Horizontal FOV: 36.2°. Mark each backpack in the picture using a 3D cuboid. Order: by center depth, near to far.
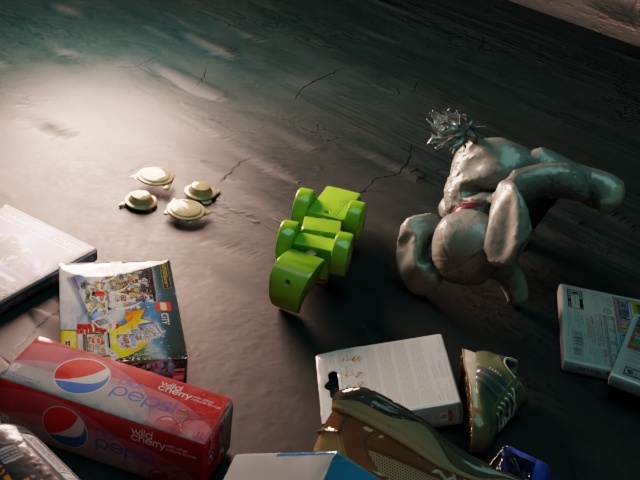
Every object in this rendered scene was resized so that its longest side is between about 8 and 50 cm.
[{"bbox_3d":[0.211,0.302,1.076,0.101,0.098,0.120,22,32,15],"label":"backpack"}]

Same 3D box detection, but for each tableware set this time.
[{"bbox_3d":[-0.256,-0.077,1.669,0.168,0.020,0.141,16,33,10],"label":"tableware set"}]

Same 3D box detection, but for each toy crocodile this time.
[{"bbox_3d":[0.000,0.000,1.540,0.115,0.105,0.340,12,26,6],"label":"toy crocodile"}]

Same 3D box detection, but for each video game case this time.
[{"bbox_3d":[0.521,0.186,1.374,0.201,0.023,0.183,20,32,19],"label":"video game case"},{"bbox_3d":[-0.489,0.037,1.414,0.196,0.026,0.274,24,33,24],"label":"video game case"},{"bbox_3d":[0.456,0.146,1.471,0.193,0.023,0.212,11,30,5],"label":"video game case"}]

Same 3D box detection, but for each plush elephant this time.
[{"bbox_3d":[0.268,-0.021,1.513,0.330,0.256,0.271,30,-25,-29],"label":"plush elephant"}]

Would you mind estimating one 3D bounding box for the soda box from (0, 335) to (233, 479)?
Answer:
[{"bbox_3d":[-0.239,0.202,1.144,0.263,0.084,0.092,15,31,12],"label":"soda box"}]

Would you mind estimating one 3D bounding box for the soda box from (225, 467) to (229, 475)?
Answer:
[{"bbox_3d":[-0.050,0.312,1.029,0.053,0.060,0.169,-5,33,-26],"label":"soda box"}]

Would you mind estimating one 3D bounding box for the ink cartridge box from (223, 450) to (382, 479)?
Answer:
[{"bbox_3d":[0.023,0.300,0.789,0.232,0.171,0.168,36,61,-20],"label":"ink cartridge box"}]

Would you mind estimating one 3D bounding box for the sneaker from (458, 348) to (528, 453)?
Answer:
[{"bbox_3d":[0.230,0.204,1.273,0.086,0.064,0.192,4,27,2],"label":"sneaker"}]

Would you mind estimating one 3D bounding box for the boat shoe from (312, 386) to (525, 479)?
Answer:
[{"bbox_3d":[0.132,0.272,0.965,0.324,0.122,0.120,30,74,10],"label":"boat shoe"}]

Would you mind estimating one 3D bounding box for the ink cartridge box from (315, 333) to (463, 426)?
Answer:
[{"bbox_3d":[0.088,0.196,1.298,0.179,0.045,0.145,-11,32,3],"label":"ink cartridge box"}]

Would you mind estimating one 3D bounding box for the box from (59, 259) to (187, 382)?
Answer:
[{"bbox_3d":[-0.273,0.109,1.328,0.159,0.044,0.233,-1,32,-15],"label":"box"}]

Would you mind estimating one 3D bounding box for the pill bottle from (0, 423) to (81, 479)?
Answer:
[{"bbox_3d":[-0.302,0.270,0.970,0.245,0.131,0.130,31,37,34],"label":"pill bottle"}]
